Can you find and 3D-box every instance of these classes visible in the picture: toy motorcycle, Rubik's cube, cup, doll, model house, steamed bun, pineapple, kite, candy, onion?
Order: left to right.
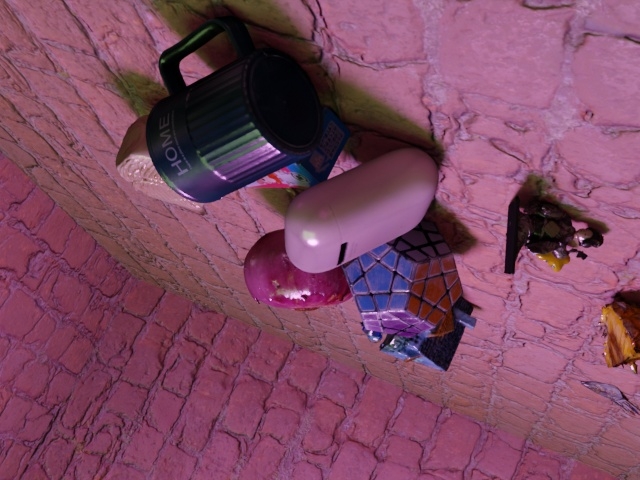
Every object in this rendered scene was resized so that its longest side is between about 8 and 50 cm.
[{"bbox_3d":[-0.389,-0.227,1.919,0.289,0.203,0.276,21,157,-32],"label":"steamed bun"},{"bbox_3d":[-0.172,-0.260,1.455,0.292,0.308,0.242,-17,163,39],"label":"cup"},{"bbox_3d":[-0.090,-0.206,1.631,0.305,0.157,0.100,4,151,47],"label":"candy"},{"bbox_3d":[-0.028,0.053,2.034,0.358,0.345,0.358,21,176,2],"label":"onion"},{"bbox_3d":[0.201,0.277,2.509,0.113,0.169,0.315,21,159,13],"label":"toy motorcycle"},{"bbox_3d":[0.204,0.091,1.819,0.319,0.319,0.264,16,-173,28],"label":"Rubik's cube"},{"bbox_3d":[0.337,0.262,2.145,0.241,0.261,0.226,27,162,0],"label":"model house"},{"bbox_3d":[0.498,0.012,1.608,0.135,0.071,0.113,33,179,0],"label":"doll"},{"bbox_3d":[0.988,0.532,2.395,0.245,0.015,0.141,35,162,-22],"label":"kite"},{"bbox_3d":[0.766,0.216,1.717,0.161,0.158,0.334,-19,155,7],"label":"pineapple"}]

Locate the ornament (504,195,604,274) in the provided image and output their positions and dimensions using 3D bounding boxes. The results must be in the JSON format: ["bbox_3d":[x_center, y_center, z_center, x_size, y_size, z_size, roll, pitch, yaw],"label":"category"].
[{"bbox_3d":[0.485,-0.007,1.467,0.196,0.166,0.153,3,179,8],"label":"ornament"}]

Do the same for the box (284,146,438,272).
[{"bbox_3d":[0.086,-0.061,1.555,0.141,0.349,0.289,62,169,15],"label":"box"}]
